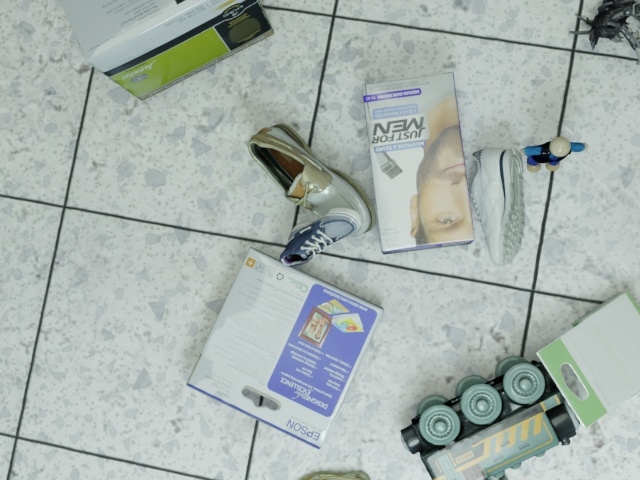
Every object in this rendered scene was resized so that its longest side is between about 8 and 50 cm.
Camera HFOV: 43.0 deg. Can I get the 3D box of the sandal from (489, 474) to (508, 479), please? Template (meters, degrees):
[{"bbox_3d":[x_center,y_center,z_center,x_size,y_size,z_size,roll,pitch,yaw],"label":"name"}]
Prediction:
[{"bbox_3d":[0.365,0.513,1.582,0.067,0.040,0.179,-35,82,1],"label":"sandal"}]

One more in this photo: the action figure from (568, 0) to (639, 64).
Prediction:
[{"bbox_3d":[0.629,-0.421,1.573,0.141,0.276,0.164,45,62,-28],"label":"action figure"}]

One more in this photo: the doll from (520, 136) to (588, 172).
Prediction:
[{"bbox_3d":[0.446,-0.169,1.557,0.129,0.189,0.046,-5,85,6],"label":"doll"}]

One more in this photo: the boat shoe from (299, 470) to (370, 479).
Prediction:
[{"bbox_3d":[0.023,0.491,1.618,0.153,0.048,0.056,-5,85,6],"label":"boat shoe"}]

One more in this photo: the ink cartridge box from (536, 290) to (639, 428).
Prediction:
[{"bbox_3d":[0.536,0.226,1.549,0.235,0.056,0.171,-30,83,-13],"label":"ink cartridge box"}]

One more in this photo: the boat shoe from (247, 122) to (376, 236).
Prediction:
[{"bbox_3d":[-0.025,-0.110,1.629,0.302,0.103,0.113,41,126,14],"label":"boat shoe"}]

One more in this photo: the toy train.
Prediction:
[{"bbox_3d":[0.326,0.354,1.554,0.334,0.142,0.190,-26,89,2],"label":"toy train"}]

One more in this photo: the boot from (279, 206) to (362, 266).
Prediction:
[{"bbox_3d":[0.000,0.000,1.584,0.069,0.190,0.086,42,53,-21],"label":"boot"}]

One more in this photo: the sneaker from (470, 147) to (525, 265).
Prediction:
[{"bbox_3d":[0.349,-0.067,1.621,0.095,0.090,0.235,3,93,35],"label":"sneaker"}]

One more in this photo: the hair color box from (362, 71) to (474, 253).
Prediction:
[{"bbox_3d":[0.194,-0.151,1.626,0.185,0.110,0.338,-7,86,5],"label":"hair color box"}]

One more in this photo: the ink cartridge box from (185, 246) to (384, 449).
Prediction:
[{"bbox_3d":[-0.070,0.214,1.645,0.304,0.072,0.307,25,90,6],"label":"ink cartridge box"}]

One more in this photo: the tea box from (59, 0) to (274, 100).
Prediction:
[{"bbox_3d":[-0.300,-0.470,1.596,0.329,0.323,0.220,-26,84,3],"label":"tea box"}]
